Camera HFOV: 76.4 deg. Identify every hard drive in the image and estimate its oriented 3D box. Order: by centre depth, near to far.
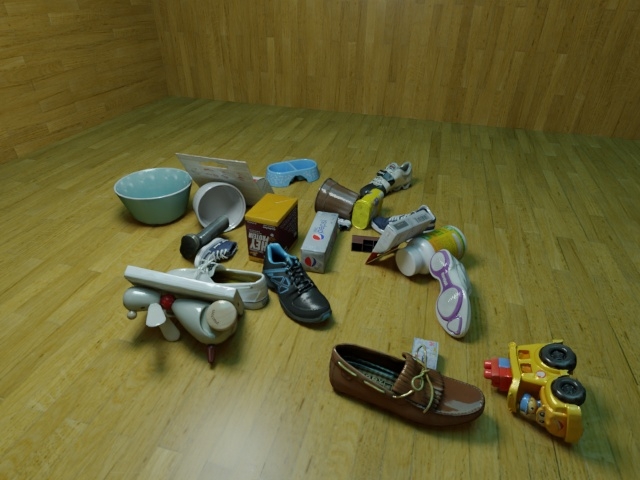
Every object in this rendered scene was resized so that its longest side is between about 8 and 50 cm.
[{"bbox_3d":[-0.388,0.152,1.199,0.307,0.203,0.040,11,66,2],"label":"hard drive"}]

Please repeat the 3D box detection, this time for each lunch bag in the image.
[{"bbox_3d":[0.288,0.318,1.125,0.071,0.053,0.083,10,43,15],"label":"lunch bag"}]

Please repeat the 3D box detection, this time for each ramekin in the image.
[{"bbox_3d":[-0.426,-0.145,1.679,0.207,0.207,0.109,-20,29,-29],"label":"ramekin"}]

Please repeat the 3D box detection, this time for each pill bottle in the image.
[{"bbox_3d":[0.396,0.042,1.470,0.245,0.136,0.136,-19,38,-27],"label":"pill bottle"}]

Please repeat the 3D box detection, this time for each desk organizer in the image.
[{"bbox_3d":[0.185,0.016,1.587,0.130,0.047,0.050,5,36,7],"label":"desk organizer"}]

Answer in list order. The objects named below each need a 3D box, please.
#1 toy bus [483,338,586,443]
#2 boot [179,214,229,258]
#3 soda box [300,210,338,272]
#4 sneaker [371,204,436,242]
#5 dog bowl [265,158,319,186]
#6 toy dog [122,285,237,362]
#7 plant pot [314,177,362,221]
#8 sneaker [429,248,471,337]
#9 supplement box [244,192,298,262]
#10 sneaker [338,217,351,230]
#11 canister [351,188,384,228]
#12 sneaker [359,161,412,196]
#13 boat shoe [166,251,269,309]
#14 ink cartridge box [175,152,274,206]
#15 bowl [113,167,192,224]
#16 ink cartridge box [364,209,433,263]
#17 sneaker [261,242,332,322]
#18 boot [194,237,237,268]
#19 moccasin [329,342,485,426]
[{"bbox_3d":[0.517,0.359,1.002,0.211,0.150,0.220,-2,34,19],"label":"toy bus"},{"bbox_3d":[-0.421,-0.026,1.524,0.208,0.076,0.189,-37,5,-34],"label":"boot"},{"bbox_3d":[0.000,0.000,1.558,0.091,0.098,0.286,8,34,9],"label":"soda box"},{"bbox_3d":[0.337,-0.082,1.642,0.282,0.153,0.099,24,39,31],"label":"sneaker"},{"bbox_3d":[-0.146,-0.357,2.121,0.297,0.074,0.166,-14,36,-21],"label":"dog bowl"},{"bbox_3d":[-0.385,0.238,1.134,0.333,0.220,0.161,4,64,18],"label":"toy dog"},{"bbox_3d":[0.083,-0.166,1.773,0.165,0.167,0.167,25,39,19],"label":"plant pot"},{"bbox_3d":[0.441,0.170,1.294,0.152,0.114,0.305,29,44,-27],"label":"sneaker"},{"bbox_3d":[-0.178,-0.043,1.529,0.129,0.194,0.191,12,35,15],"label":"supplement box"},{"bbox_3d":[0.077,-0.065,1.713,0.098,0.038,0.069,7,33,9],"label":"sneaker"},{"bbox_3d":[0.207,-0.140,1.755,0.073,0.126,0.170,22,36,22],"label":"canister"},{"bbox_3d":[0.323,-0.308,2.000,0.330,0.146,0.122,-25,42,-31],"label":"sneaker"},{"bbox_3d":[-0.347,0.115,1.318,0.366,0.157,0.136,11,34,13],"label":"boat shoe"},{"bbox_3d":[-0.391,-0.273,1.732,0.308,0.385,0.091,9,68,11],"label":"ink cartridge box"},{"bbox_3d":[-0.701,-0.179,1.751,0.311,0.163,0.312,1,34,-1],"label":"bowl"},{"bbox_3d":[0.278,0.005,1.466,0.189,0.232,0.066,-22,58,-32],"label":"ink cartridge box"},{"bbox_3d":[-0.091,0.136,1.311,0.125,0.140,0.340,-22,41,-34],"label":"sneaker"},{"bbox_3d":[-0.381,0.048,1.498,0.086,0.069,0.190,7,32,14],"label":"boot"},{"bbox_3d":[0.207,0.339,1.002,0.379,0.147,0.139,16,36,21],"label":"moccasin"}]
